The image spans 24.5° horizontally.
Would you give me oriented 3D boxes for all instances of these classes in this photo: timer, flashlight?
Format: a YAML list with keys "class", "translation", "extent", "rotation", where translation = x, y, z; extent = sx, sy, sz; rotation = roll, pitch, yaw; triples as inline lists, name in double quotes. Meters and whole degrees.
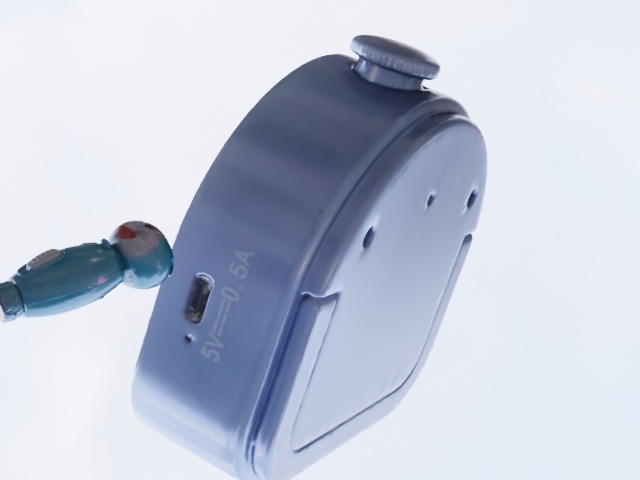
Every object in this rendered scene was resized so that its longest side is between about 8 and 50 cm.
- class: "timer"
  translation: [0.000, 0.000, 1.294]
  extent: [0.173, 0.395, 0.395]
  rotation: [26, -133, 22]
- class: "flashlight"
  translation: [-0.158, 0.025, 0.990]
  extent: [0.129, 0.051, 0.051]
  rotation: [-23, -115, -28]
